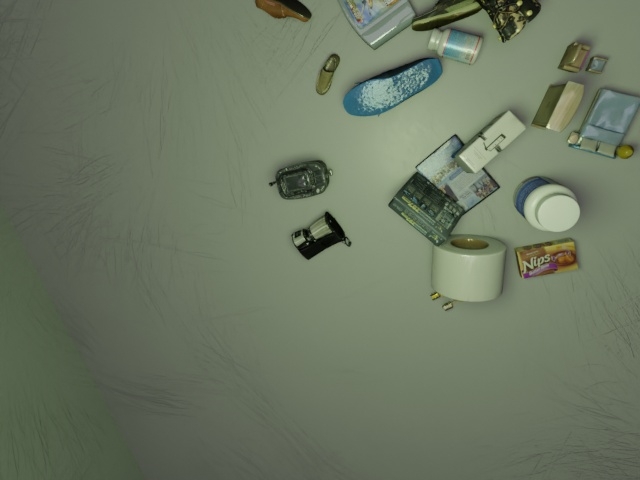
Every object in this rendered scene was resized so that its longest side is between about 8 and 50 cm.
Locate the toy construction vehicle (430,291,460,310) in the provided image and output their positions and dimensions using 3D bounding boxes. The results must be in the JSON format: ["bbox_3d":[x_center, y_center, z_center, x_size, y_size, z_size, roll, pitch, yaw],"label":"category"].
[{"bbox_3d":[0.501,0.228,1.610,0.098,0.035,0.086,-32,86,19],"label":"toy construction vehicle"}]

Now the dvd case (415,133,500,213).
[{"bbox_3d":[0.495,-0.230,1.466,0.180,0.022,0.253,-40,94,21],"label":"dvd case"}]

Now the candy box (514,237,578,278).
[{"bbox_3d":[0.814,0.065,1.462,0.187,0.053,0.109,-13,104,17],"label":"candy box"}]

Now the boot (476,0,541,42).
[{"bbox_3d":[0.480,-0.706,1.156,0.284,0.377,0.138,46,141,-9],"label":"boot"}]

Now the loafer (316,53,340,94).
[{"bbox_3d":[0.021,-0.598,1.454,0.056,0.050,0.148,25,112,6],"label":"loafer"}]

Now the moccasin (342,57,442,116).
[{"bbox_3d":[0.246,-0.518,1.392,0.342,0.117,0.137,-14,116,14],"label":"moccasin"}]

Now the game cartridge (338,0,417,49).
[{"bbox_3d":[0.166,-0.812,1.348,0.198,0.062,0.297,-30,98,17],"label":"game cartridge"}]

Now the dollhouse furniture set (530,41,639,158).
[{"bbox_3d":[0.858,-0.411,1.218,0.303,0.198,0.286,20,112,7],"label":"dollhouse furniture set"}]

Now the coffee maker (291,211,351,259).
[{"bbox_3d":[0.000,0.000,1.616,0.178,0.120,0.171,-31,98,22],"label":"coffee maker"}]

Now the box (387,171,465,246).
[{"bbox_3d":[0.379,-0.115,1.438,0.233,0.183,0.059,40,144,5],"label":"box"}]

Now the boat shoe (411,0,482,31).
[{"bbox_3d":[0.400,-0.740,1.299,0.224,0.080,0.073,-12,95,11],"label":"boat shoe"}]

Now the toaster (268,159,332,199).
[{"bbox_3d":[-0.069,-0.232,1.544,0.227,0.146,0.129,-10,104,17],"label":"toaster"}]

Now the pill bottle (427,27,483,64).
[{"bbox_3d":[0.436,-0.635,1.314,0.160,0.087,0.087,20,111,8],"label":"pill bottle"}]

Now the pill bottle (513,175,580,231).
[{"bbox_3d":[0.728,-0.116,1.306,0.152,0.272,0.152,5,108,14],"label":"pill bottle"}]

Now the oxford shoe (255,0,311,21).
[{"bbox_3d":[-0.131,-0.815,1.425,0.212,0.076,0.076,26,142,3],"label":"oxford shoe"}]

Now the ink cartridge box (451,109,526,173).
[{"bbox_3d":[0.551,-0.321,1.339,0.203,0.148,0.086,-44,91,13],"label":"ink cartridge box"}]

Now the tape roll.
[{"bbox_3d":[0.525,0.090,1.442,0.246,0.246,0.169,3,108,14],"label":"tape roll"}]
